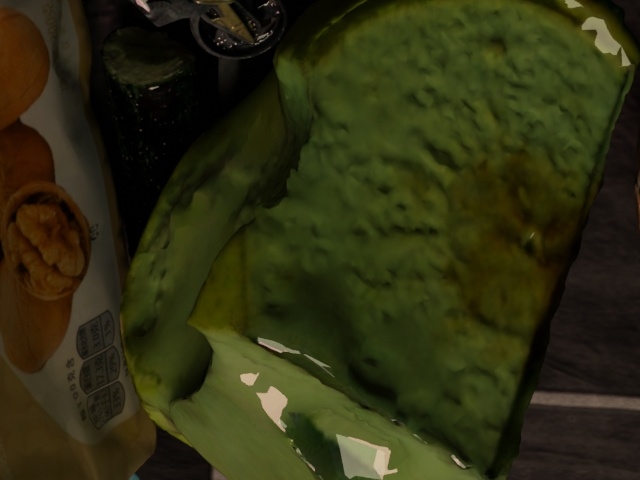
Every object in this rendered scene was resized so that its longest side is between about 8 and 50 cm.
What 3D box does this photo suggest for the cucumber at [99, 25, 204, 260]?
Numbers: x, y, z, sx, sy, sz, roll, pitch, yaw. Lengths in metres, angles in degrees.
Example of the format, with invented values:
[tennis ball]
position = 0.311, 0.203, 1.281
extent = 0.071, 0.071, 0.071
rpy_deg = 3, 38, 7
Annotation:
[cucumber]
position = -0.090, -0.034, 1.049
extent = 0.052, 0.058, 0.214
rpy_deg = -3, 140, -2

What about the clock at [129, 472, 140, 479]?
[clock]
position = -0.241, 0.115, 1.195
extent = 0.223, 0.094, 0.274
rpy_deg = -22, 131, 27

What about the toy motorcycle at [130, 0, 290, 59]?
[toy motorcycle]
position = -0.056, -0.166, 0.900
extent = 0.124, 0.061, 0.193
rpy_deg = -33, 133, 21

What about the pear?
[pear]
position = 0.000, 0.000, 0.961
extent = 0.176, 0.286, 0.282
rpy_deg = 28, 159, -17

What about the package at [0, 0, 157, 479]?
[package]
position = -0.223, 0.016, 0.960
extent = 0.165, 0.221, 0.311
rpy_deg = 1, 113, 27

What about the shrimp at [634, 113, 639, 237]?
[shrimp]
position = 0.236, -0.055, 0.890
extent = 0.110, 0.221, 0.445
rpy_deg = -31, 136, -18
